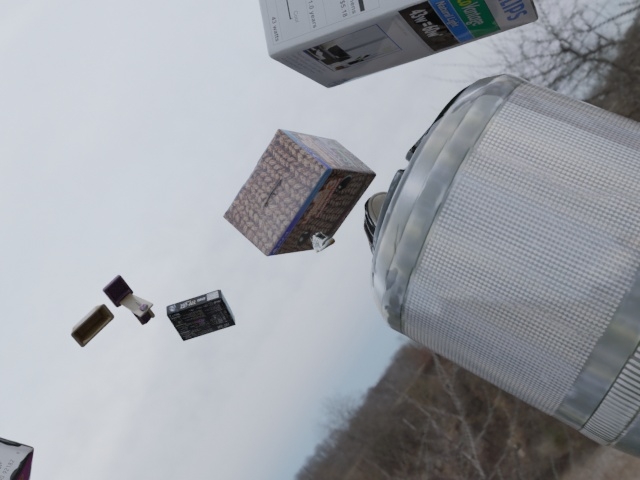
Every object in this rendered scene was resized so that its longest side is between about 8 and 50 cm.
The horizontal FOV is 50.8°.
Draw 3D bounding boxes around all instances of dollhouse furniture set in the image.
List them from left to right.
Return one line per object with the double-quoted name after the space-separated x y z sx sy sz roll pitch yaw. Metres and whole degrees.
-0.296 0.128 0.998 0.114 0.081 0.091 -47 -48 -26 "dollhouse furniture set"

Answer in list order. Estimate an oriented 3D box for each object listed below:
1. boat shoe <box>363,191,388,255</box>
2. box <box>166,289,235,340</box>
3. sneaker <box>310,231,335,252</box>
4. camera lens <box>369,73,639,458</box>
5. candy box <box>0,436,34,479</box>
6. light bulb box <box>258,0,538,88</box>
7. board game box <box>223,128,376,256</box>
0.185 0.051 1.518 0.112 0.335 0.095 -16 -16 -15 "boat shoe"
-0.173 0.110 0.981 0.083 0.018 0.067 -18 -45 1 "box"
0.000 0.000 1.274 0.032 0.037 0.083 -28 1 -22 "sneaker"
0.191 0.017 0.501 0.219 0.274 0.219 -49 -25 -32 "camera lens"
-0.333 0.303 0.570 0.233 0.071 0.159 -80 8 -60 "candy box"
0.096 -0.462 0.993 0.361 0.358 0.225 -12 -5 24 "light bulb box"
-0.038 -0.104 1.516 0.232 0.141 0.291 -55 -19 18 "board game box"
